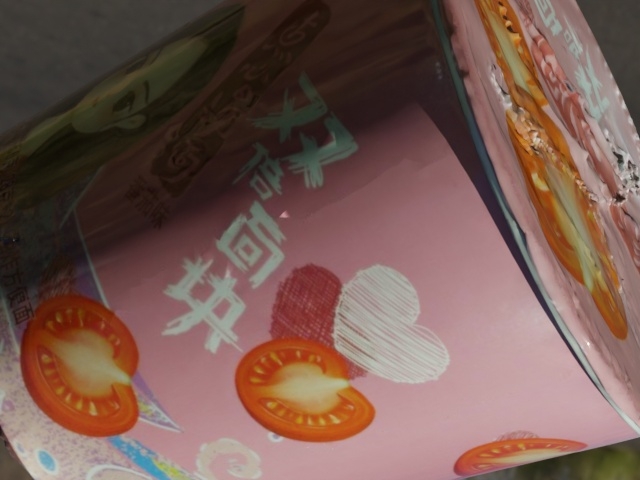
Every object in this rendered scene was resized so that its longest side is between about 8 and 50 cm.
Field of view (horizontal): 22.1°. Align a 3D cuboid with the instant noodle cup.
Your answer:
[{"bbox_3d":[0.000,0.000,0.653,0.231,0.243,0.243,-22,159,20],"label":"instant noodle cup"}]
